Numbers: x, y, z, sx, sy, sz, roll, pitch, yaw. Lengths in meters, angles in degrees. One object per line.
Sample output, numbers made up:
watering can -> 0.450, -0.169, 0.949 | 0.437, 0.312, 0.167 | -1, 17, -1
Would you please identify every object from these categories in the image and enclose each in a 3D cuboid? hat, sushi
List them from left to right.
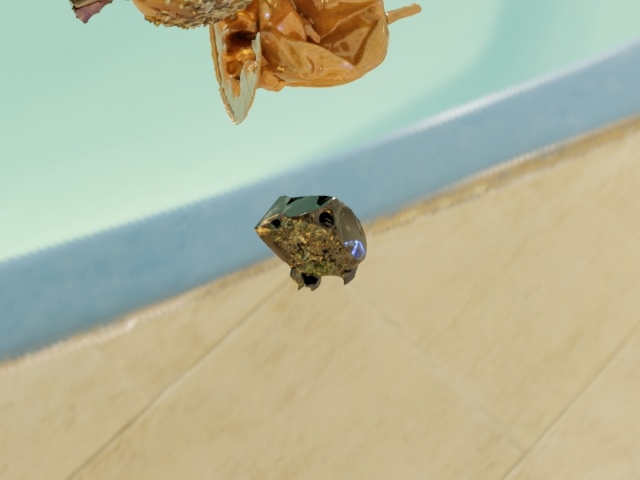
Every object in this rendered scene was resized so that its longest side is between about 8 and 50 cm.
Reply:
sushi -> 0.000, 0.000, 1.657 | 0.084, 0.083, 0.056 | 60, 39, -22
hat -> 0.005, -0.265, 2.025 | 0.233, 0.233, 0.244 | -8, 97, -16

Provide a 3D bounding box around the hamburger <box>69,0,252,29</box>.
hamburger -> -0.053, -0.168, 0.908 | 0.164, 0.189, 0.093 | -29, 86, -41
